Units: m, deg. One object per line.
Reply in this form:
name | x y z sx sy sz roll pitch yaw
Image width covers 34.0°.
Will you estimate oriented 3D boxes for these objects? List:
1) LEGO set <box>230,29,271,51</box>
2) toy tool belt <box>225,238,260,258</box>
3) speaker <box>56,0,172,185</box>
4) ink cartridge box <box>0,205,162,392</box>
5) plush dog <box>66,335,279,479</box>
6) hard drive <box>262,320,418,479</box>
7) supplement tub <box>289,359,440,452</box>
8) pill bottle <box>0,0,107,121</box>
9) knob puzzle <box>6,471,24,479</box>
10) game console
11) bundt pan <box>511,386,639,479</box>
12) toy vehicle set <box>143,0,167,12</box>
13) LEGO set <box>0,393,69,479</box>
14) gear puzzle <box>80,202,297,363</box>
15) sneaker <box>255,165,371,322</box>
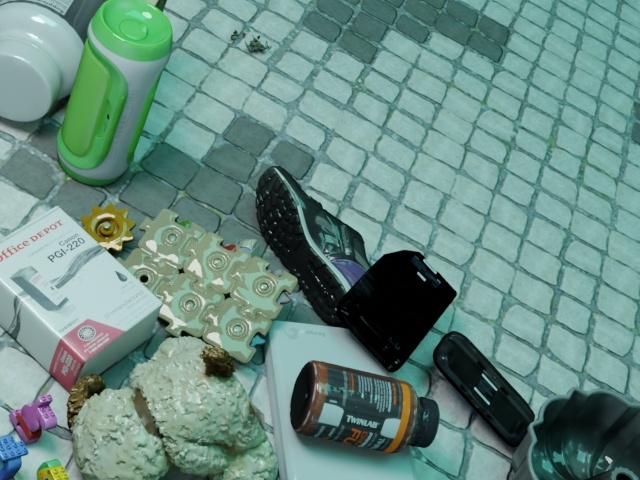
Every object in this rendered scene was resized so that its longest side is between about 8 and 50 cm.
LEGO set | -0.135 -0.381 2.033 0.083 0.023 0.054 31 40 19
toy tool belt | -0.133 0.028 1.649 0.051 0.052 0.083 8 35 22
speaker | -0.315 -0.219 1.585 0.131 0.296 0.131 15 46 -16
ink cartridge box | -0.353 0.078 1.445 0.218 0.092 0.158 40 47 12
plush dog | -0.205 0.237 1.337 0.225 0.210 0.262 -29 64 -14
hard drive | 0.029 0.262 1.524 0.203 0.040 0.307 8 49 -22
supplement tub | 0.064 0.236 1.459 0.198 0.106 0.106 15 46 -15
pill bottle | -0.447 -0.340 1.712 0.176 0.176 0.318 23 45 -8
knob puzzle | -0.437 0.303 1.243 0.213 0.030 0.213 15 46 -16
game console | 0.195 0.180 1.633 0.361 0.044 0.213 47 42 0
bundt pan | 0.422 0.390 1.559 0.331 0.124 0.331 16 45 -16
toy vehicle set | -0.304 -0.320 1.706 0.035 0.267 0.166 25 43 -8
LEGO set | -0.326 0.281 1.262 0.087 0.093 0.227 -6 53 -53
gear puzzle | -0.218 0.053 1.569 0.339 0.044 0.175 28 64 6
sneaker | 0.000 0.000 1.711 0.124 0.107 0.283 -16 70 -42
